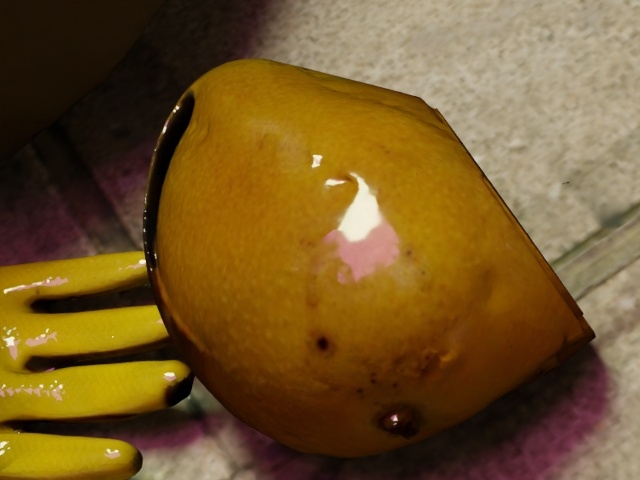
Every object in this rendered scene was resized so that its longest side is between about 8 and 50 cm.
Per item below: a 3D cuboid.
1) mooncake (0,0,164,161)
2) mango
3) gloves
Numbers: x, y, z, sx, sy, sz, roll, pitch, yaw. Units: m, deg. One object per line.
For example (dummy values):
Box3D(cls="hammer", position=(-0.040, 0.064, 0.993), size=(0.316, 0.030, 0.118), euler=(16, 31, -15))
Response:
Box3D(cls="mooncake", position=(-0.278, -0.251, 0.984), size=(0.467, 0.262, 0.467), euler=(-9, 76, 40))
Box3D(cls="mango", position=(0.000, 0.000, 0.845), size=(0.166, 0.136, 0.236), euler=(-33, 44, 2))
Box3D(cls="gloves", position=(-0.197, 0.053, 0.924), size=(0.294, 0.116, 0.133), euler=(2, 63, 18))
